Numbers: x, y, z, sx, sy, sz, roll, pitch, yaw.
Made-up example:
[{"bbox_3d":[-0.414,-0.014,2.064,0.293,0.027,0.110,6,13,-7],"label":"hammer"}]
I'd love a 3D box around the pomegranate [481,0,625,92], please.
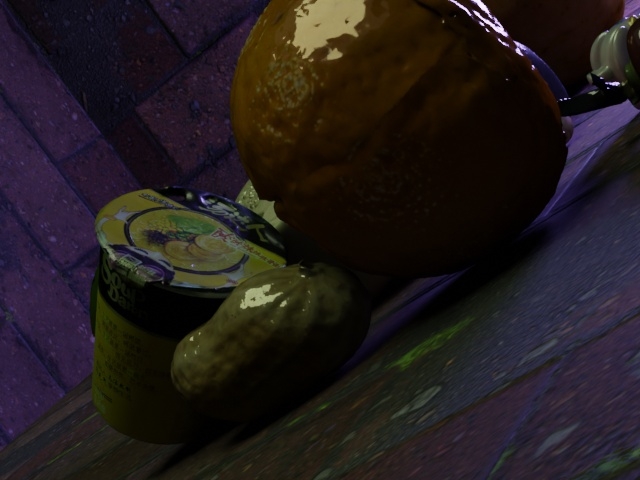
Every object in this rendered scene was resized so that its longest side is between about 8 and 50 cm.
[{"bbox_3d":[0.305,-0.411,2.516,0.410,0.410,0.410,-36,4,3],"label":"pomegranate"}]

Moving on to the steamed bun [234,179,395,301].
[{"bbox_3d":[0.000,0.000,1.880,0.250,0.200,0.155,-34,29,53],"label":"steamed bun"}]

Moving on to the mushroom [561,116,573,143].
[{"bbox_3d":[0.270,-0.133,1.983,0.083,0.067,0.083,-20,44,20],"label":"mushroom"}]

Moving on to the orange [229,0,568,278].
[{"bbox_3d":[0.069,-0.116,1.603,0.293,0.340,0.340,-42,4,6],"label":"orange"}]

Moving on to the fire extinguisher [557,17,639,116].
[{"bbox_3d":[0.385,-0.215,1.597,0.344,0.102,0.138,-34,-19,27],"label":"fire extinguisher"}]

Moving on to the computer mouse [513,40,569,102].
[{"bbox_3d":[0.218,-0.185,2.112,0.183,0.116,0.323,5,-6,24],"label":"computer mouse"}]

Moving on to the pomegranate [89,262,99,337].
[{"bbox_3d":[-0.170,0.072,2.177,0.260,0.260,0.340,-35,2,13],"label":"pomegranate"}]

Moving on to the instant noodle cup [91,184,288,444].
[{"bbox_3d":[-0.159,0.090,1.766,0.215,0.215,0.236,-43,-28,-57],"label":"instant noodle cup"}]

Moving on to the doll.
[{"bbox_3d":[0.463,-0.272,1.816,0.384,0.099,0.188,-34,4,-9],"label":"doll"}]

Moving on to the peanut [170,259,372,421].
[{"bbox_3d":[-0.053,0.103,1.612,0.224,0.129,0.129,-38,4,15],"label":"peanut"}]
